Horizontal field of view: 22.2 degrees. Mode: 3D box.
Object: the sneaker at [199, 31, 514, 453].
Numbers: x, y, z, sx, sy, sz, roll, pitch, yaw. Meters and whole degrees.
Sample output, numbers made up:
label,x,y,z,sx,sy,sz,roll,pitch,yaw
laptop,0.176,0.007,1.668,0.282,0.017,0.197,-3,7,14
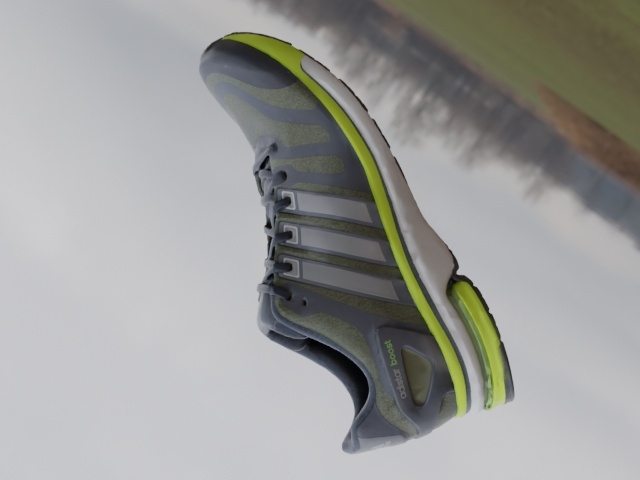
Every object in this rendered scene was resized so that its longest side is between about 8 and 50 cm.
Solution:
label,x,y,z,sx,sy,sz,roll,pitch,yaw
sneaker,0.000,0.000,1.035,0.300,0.121,0.111,57,165,11
